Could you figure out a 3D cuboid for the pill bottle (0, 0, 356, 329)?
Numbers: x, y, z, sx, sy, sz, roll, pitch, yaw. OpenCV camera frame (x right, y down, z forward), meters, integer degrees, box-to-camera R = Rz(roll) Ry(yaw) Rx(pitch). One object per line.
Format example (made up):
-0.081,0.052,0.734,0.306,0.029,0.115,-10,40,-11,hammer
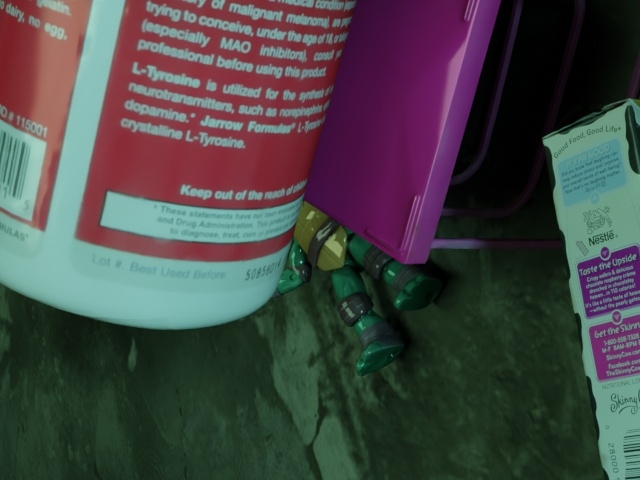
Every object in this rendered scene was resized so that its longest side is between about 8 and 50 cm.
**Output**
-0.090,-0.169,0.703,0.229,0.229,0.407,39,119,49,pill bottle

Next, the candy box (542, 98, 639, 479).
0.224,0.044,0.622,0.071,0.159,0.233,-26,69,53,candy box

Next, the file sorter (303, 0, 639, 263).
0.072,-0.128,0.828,0.291,0.182,0.202,34,116,50,file sorter

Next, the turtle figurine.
0.000,0.000,0.992,0.234,0.118,0.175,45,142,28,turtle figurine
